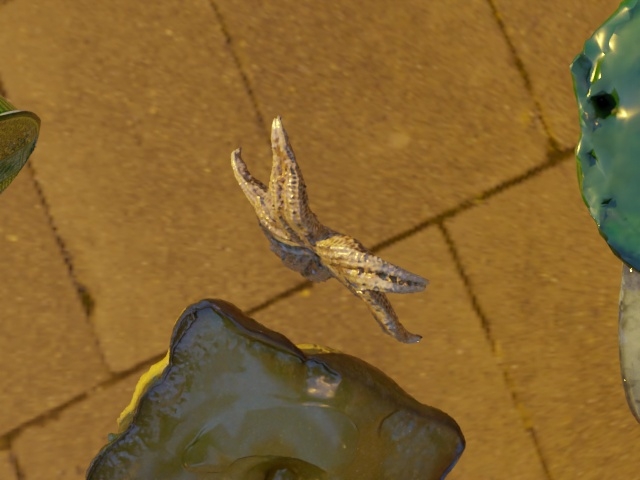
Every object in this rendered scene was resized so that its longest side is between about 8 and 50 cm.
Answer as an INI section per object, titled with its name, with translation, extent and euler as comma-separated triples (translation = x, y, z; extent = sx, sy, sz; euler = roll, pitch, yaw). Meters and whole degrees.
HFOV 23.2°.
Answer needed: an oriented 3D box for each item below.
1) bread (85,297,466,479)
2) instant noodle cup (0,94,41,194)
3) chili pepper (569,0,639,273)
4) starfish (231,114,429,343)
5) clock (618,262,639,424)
[bread]
translation = -0.028, 0.133, 1.037
extent = 0.233, 0.088, 0.161
euler = 30, 111, -22
[instant noodle cup]
translation = -0.412, -0.129, 1.463
extent = 0.207, 0.207, 0.233
euler = -45, 82, 13
[chili pepper]
translation = 0.251, -0.031, 0.605
extent = 0.213, 0.385, 0.167
euler = 3, 88, 39
[starfish]
translation = 0.000, 0.000, 1.454
extent = 0.062, 0.277, 0.236
euler = -47, 32, -16
[clock]
translation = 0.294, 0.049, 1.261
extent = 0.049, 0.226, 0.226
euler = 3, 88, 29
